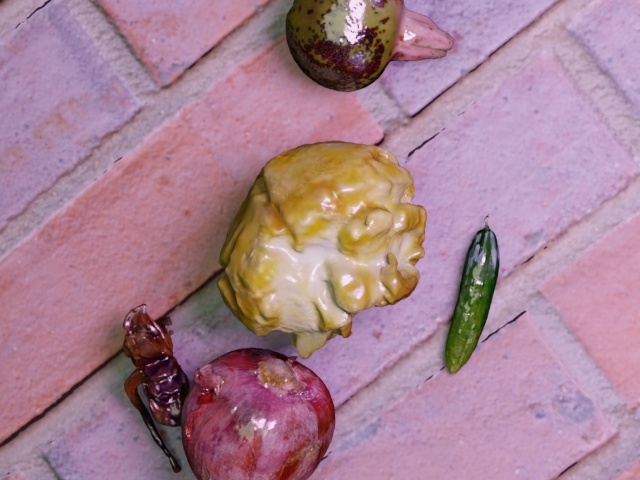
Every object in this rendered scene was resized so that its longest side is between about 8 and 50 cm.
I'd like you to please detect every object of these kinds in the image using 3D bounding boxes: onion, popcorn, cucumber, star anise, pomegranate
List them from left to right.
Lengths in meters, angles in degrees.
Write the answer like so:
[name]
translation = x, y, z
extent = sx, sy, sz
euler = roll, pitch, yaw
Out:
[star anise]
translation = -0.167, 0.158, 1.968
extent = 0.070, 0.097, 0.191
euler = -20, 106, -2
[onion]
translation = -0.071, 0.205, 1.918
extent = 0.159, 0.159, 0.195
euler = 27, 124, 12
[popcorn]
translation = 0.000, 0.000, 1.850
extent = 0.184, 0.204, 0.221
euler = 43, 121, -6
[pomegranate]
translation = 0.042, -0.212, 1.880
extent = 0.125, 0.163, 0.138
euler = 1, 77, 53
[cucumber]
translation = 0.155, 0.057, 1.895
extent = 0.039, 0.039, 0.168
euler = 16, 99, 13
